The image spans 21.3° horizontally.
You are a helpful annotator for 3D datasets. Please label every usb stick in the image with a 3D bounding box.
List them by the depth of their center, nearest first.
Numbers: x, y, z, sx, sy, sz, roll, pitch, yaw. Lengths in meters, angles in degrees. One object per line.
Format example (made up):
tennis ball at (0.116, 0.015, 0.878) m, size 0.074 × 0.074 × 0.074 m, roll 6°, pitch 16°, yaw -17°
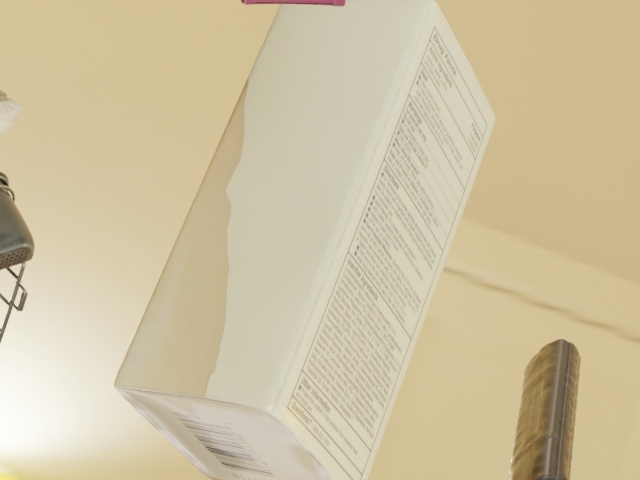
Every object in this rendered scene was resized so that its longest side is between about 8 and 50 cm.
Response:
usb stick at (0.230, 0.194, 1.747) m, size 0.045 × 0.077 × 0.278 m, roll 36°, pitch 29°, yaw -9°

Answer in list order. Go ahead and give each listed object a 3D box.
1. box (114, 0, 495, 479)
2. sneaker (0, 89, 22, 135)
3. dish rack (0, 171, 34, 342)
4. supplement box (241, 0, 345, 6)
box at (0.000, 0.000, 1.125) m, size 0.121 × 0.311 × 0.148 m, roll 6°, pitch -31°, yaw 30°
sneaker at (-0.360, -0.104, 1.638) m, size 0.090 × 0.115 × 0.232 m, roll 26°, pitch -4°, yaw -26°
dish rack at (-0.320, 0.085, 1.232) m, size 0.208 × 0.074 × 0.271 m, roll -19°, pitch -31°, yaw -37°
supplement box at (-0.015, -0.159, 0.889) m, size 0.055 × 0.043 × 0.083 m, roll 1°, pitch 35°, yaw -7°
